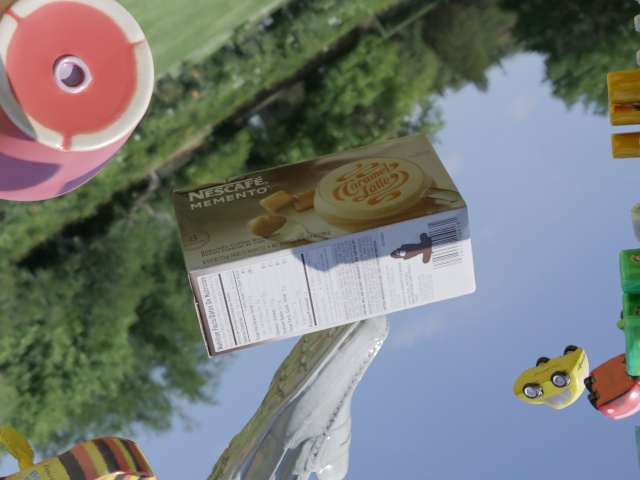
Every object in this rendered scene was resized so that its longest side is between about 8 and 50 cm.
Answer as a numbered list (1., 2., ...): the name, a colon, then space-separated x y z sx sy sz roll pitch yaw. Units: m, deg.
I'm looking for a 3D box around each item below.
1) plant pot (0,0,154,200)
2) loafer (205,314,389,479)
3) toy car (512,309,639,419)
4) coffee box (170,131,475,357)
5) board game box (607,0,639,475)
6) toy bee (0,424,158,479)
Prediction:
1. plant pot: -0.333 -0.188 1.491 0.275 0.275 0.243 -37 -166 -24
2. loafer: -0.014 0.194 1.246 0.319 0.111 0.112 -56 -171 24
3. toy car: 0.354 0.125 1.416 0.225 0.053 0.239 -41 -169 -16
4. coffee box: 0.000 0.000 1.112 0.246 0.098 0.141 -13 -146 -4
5. board game box: 0.233 -0.034 0.874 0.050 0.390 0.390 -5 154 14
6. toy bee: -0.315 0.292 1.281 0.298 0.195 0.162 -47 151 -24
